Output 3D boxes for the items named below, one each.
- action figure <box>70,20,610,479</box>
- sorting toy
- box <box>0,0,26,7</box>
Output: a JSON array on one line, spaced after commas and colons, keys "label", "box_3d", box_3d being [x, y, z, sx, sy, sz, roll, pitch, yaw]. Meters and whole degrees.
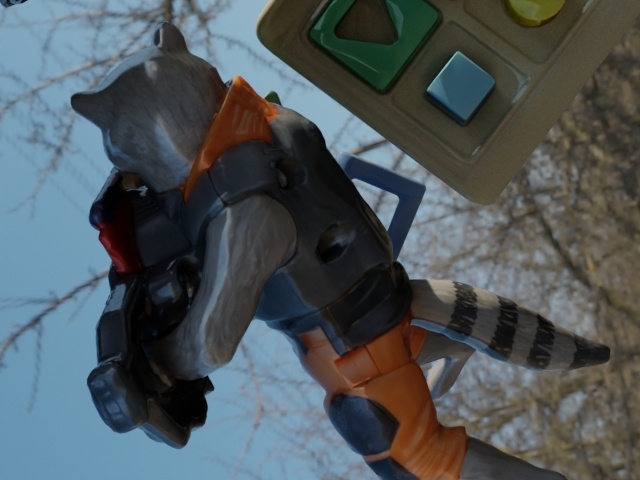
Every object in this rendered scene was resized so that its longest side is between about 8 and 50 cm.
[{"label": "action figure", "box_3d": [0.000, 0.000, 0.672, 0.330, 0.178, 0.341, 43, -158, -26]}, {"label": "sorting toy", "box_3d": [0.085, -0.147, 0.723, 0.196, 0.347, 0.047, 37, -175, -3]}, {"label": "box", "box_3d": [-0.053, -0.264, 0.309, 0.293, 0.295, 0.073, 54, 169, -2]}]
